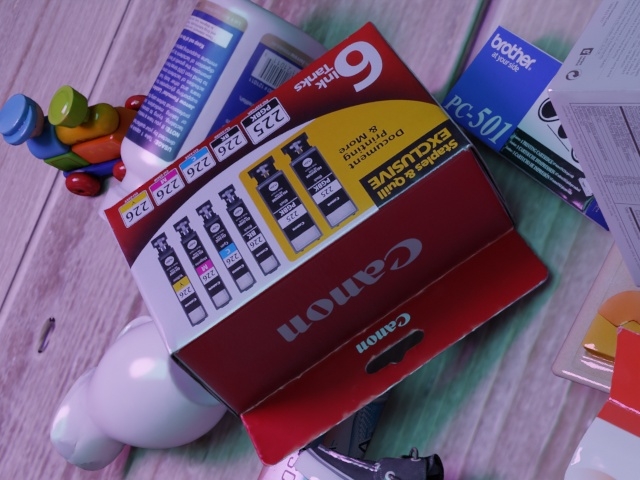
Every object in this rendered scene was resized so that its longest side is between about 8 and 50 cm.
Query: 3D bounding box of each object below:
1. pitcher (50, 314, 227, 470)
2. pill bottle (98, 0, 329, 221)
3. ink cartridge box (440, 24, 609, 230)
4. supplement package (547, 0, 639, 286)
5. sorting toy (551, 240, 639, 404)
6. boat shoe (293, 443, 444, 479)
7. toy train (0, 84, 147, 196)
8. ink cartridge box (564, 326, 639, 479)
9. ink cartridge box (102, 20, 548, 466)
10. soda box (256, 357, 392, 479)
[{"bbox_3d":[-0.171,0.133,1.353,0.207,0.125,0.178,-27,38,45],"label":"pitcher"},{"bbox_3d":[-0.113,-0.114,1.377,0.153,0.153,0.265,32,93,46],"label":"pill bottle"},{"bbox_3d":[0.201,-0.102,1.158,0.097,0.046,0.207,-54,44,8],"label":"ink cartridge box"},{"bbox_3d":[0.332,-0.091,0.875,0.262,0.198,0.199,5,49,42],"label":"supplement package"},{"bbox_3d":[0.283,0.037,0.992,0.208,0.038,0.193,15,73,51],"label":"sorting toy"},{"bbox_3d":[0.083,0.211,1.087,0.228,0.080,0.076,23,77,36],"label":"boat shoe"},{"bbox_3d":[-0.244,-0.134,1.514,0.248,0.143,0.105,-10,65,40],"label":"toy train"},{"bbox_3d":[0.243,0.170,0.943,0.145,0.045,0.179,24,118,46],"label":"ink cartridge box"},{"bbox_3d":[0.000,0.000,1.178,0.309,0.130,0.272,-36,47,3],"label":"ink cartridge box"},{"bbox_3d":[-0.007,0.199,1.196,0.058,0.063,0.183,21,85,44],"label":"soda box"}]
